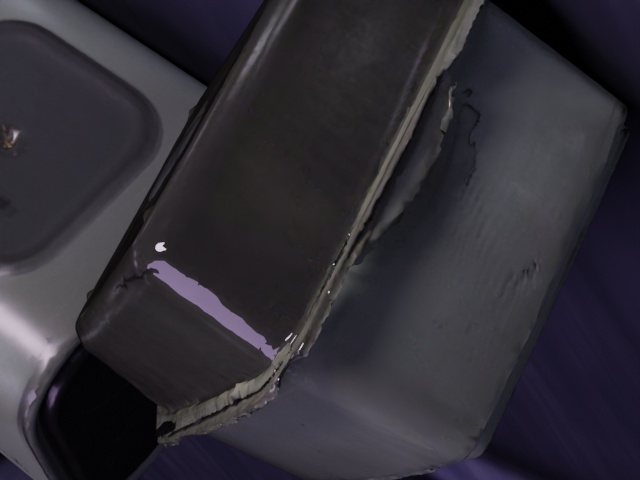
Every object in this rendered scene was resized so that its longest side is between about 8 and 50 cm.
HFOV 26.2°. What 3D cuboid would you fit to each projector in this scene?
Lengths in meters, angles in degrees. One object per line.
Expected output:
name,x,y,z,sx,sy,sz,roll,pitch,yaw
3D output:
projector,-0.182,-0.002,0.927,0.249,0.248,0.248,34,158,18

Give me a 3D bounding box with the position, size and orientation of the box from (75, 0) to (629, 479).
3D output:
box,0.000,0.000,0.663,0.166,0.220,0.290,30,161,-9
